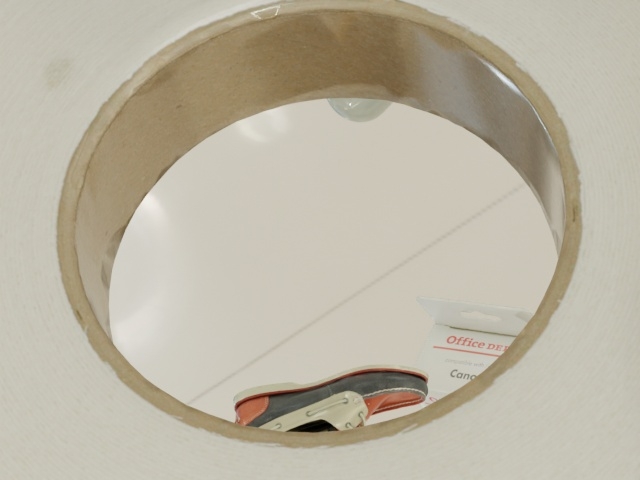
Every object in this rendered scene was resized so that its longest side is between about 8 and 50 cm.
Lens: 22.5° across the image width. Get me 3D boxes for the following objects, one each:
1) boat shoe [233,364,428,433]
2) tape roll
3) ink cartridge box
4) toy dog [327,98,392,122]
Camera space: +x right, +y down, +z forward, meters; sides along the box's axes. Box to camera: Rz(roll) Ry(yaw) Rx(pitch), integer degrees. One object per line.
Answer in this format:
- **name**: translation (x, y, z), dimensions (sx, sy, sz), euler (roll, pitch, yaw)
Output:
- **boat shoe**: translation (0.008, 0.116, 1.095), dimensions (0.137, 0.049, 0.043), euler (-10, 57, 1)
- **tape roll**: translation (0.000, 0.000, 0.659), dimensions (0.392, 0.072, 0.392), euler (-3, 59, 5)
- **ink cartridge box**: translation (0.148, 0.130, 1.294), dimensions (0.115, 0.198, 0.067), euler (5, 54, 38)
- **toy dog**: translation (0.100, -0.283, 1.567), dimensions (0.334, 0.220, 0.161), euler (-37, 63, 8)
